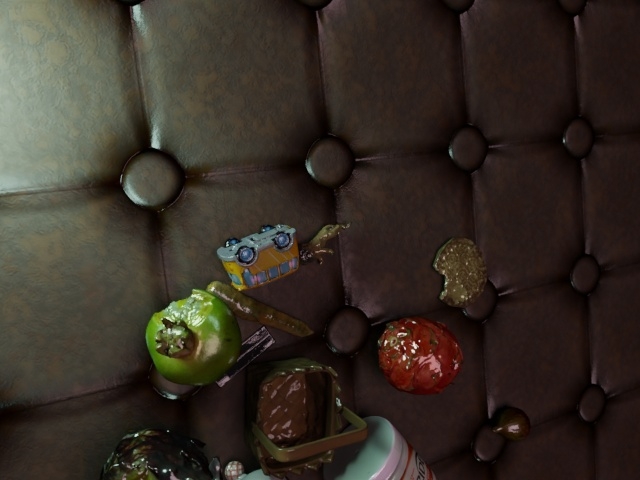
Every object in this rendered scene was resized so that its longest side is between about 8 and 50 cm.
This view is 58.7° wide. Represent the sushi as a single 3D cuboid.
[{"bbox_3d":[-0.373,0.604,1.322,0.299,0.294,0.282,13,82,-13],"label":"sushi"}]

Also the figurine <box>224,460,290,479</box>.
[{"bbox_3d":[-0.209,0.724,1.481,0.369,0.167,0.282,-24,70,-3],"label":"figurine"}]

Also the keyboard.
[{"bbox_3d":[-0.213,0.317,1.555,0.198,0.010,0.064,-38,106,-18],"label":"keyboard"}]

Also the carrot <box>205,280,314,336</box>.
[{"bbox_3d":[-0.158,0.201,1.545,0.342,0.070,0.070,29,82,-26],"label":"carrot"}]

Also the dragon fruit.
[{"bbox_3d":[0.290,0.338,1.678,0.252,0.240,0.241,-7,97,-39],"label":"dragon fruit"}]

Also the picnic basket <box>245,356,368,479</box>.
[{"bbox_3d":[-0.055,0.468,1.476,0.254,0.321,0.292,-4,97,-28],"label":"picnic basket"}]

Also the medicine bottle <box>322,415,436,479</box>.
[{"bbox_3d":[0.171,0.677,1.627,0.252,0.252,0.241,-45,110,-15],"label":"medicine bottle"}]

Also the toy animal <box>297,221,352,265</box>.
[{"bbox_3d":[0.012,0.013,1.609,0.219,0.069,0.086,-36,98,-21],"label":"toy animal"}]

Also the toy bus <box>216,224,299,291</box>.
[{"bbox_3d":[-0.157,0.048,1.503,0.209,0.126,0.136,-22,110,-22],"label":"toy bus"}]

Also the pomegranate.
[{"bbox_3d":[-0.308,0.239,1.353,0.235,0.302,0.236,0,86,1],"label":"pomegranate"}]

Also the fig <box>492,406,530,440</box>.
[{"bbox_3d":[0.637,0.628,1.924,0.154,0.103,0.109,-12,76,-32],"label":"fig"}]

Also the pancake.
[{"bbox_3d":[0.455,0.104,1.842,0.211,0.029,0.236,-11,99,-25],"label":"pancake"}]
